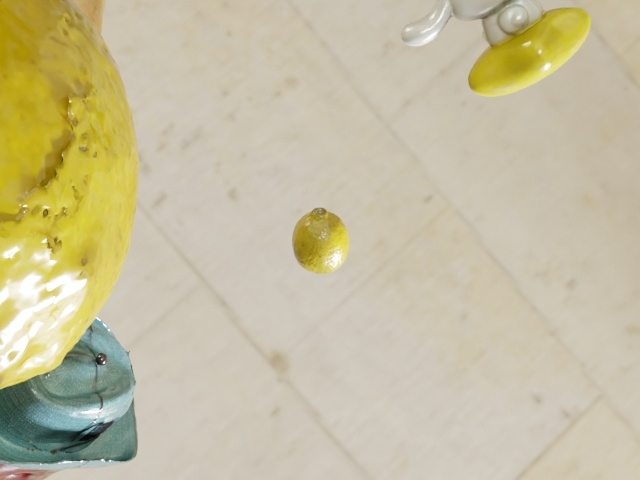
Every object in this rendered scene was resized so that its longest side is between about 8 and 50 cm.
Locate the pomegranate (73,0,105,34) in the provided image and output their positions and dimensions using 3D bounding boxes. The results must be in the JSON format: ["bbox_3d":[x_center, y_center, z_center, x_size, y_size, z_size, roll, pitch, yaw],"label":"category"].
[{"bbox_3d":[-0.325,-0.248,1.742,0.207,0.207,0.207,43,-17,17],"label":"pomegranate"}]

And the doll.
[{"bbox_3d":[0.122,-0.157,1.157,0.071,0.135,0.113,-116,-163,-71],"label":"doll"}]

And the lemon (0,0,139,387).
[{"bbox_3d":[-0.233,-0.038,0.992,0.253,0.253,0.310,79,4,-59],"label":"lemon"}]

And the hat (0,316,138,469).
[{"bbox_3d":[-0.193,0.103,1.246,0.078,0.191,0.138,-33,-119,35],"label":"hat"}]

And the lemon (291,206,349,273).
[{"bbox_3d":[0.000,0.000,1.766,0.062,0.062,0.083,35,-39,38],"label":"lemon"}]

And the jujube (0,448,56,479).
[{"bbox_3d":[-0.312,0.068,1.546,0.216,0.216,0.342,91,-11,-66],"label":"jujube"}]
